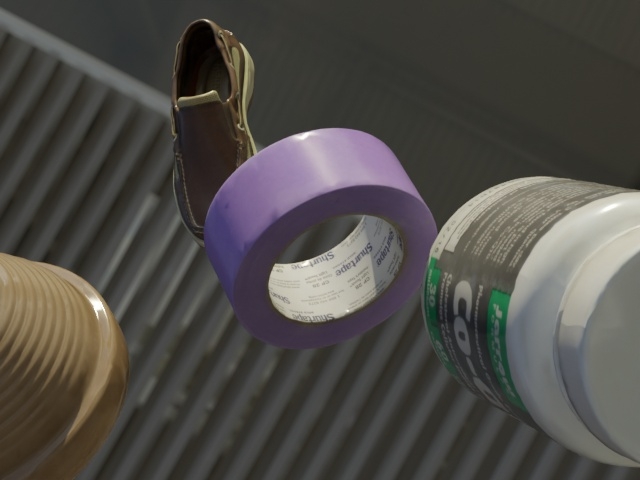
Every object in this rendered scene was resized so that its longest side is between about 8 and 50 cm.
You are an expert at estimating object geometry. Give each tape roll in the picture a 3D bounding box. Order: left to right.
[{"bbox_3d":[0.000,0.000,1.586,0.189,0.080,0.189,-16,-43,-16],"label":"tape roll"}]

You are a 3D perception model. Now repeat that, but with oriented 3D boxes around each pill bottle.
[{"bbox_3d":[0.217,0.059,1.401,0.204,0.204,0.361,-62,13,-2],"label":"pill bottle"}]

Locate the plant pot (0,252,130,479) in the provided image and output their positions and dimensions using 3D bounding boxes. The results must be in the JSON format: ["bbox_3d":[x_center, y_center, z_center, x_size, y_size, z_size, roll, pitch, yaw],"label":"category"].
[{"bbox_3d":[-0.258,0.081,1.245,0.237,0.237,0.110,-55,-38,-33],"label":"plant pot"}]

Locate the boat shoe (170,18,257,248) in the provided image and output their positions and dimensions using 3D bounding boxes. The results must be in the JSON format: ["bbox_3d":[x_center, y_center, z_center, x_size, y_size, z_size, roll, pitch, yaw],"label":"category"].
[{"bbox_3d":[-0.119,-0.114,1.871,0.095,0.095,0.257,58,-158,-53],"label":"boat shoe"}]
